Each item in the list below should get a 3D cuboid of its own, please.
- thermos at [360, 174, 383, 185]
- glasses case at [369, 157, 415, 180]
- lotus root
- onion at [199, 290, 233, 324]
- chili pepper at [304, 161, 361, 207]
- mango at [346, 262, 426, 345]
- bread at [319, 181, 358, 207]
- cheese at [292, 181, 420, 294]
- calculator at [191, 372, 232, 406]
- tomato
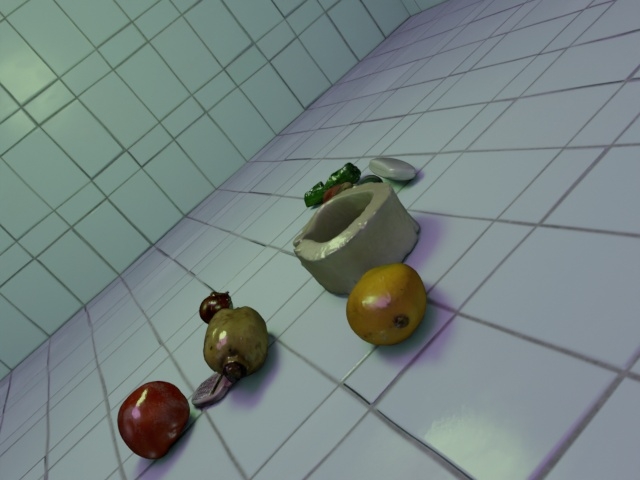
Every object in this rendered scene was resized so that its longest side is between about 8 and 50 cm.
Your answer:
[{"bbox_3d":[0.142,-0.126,1.794,0.073,0.083,0.187,-39,18,30],"label":"thermos"},{"bbox_3d":[0.219,-0.222,1.857,0.092,0.059,0.233,0,15,-13],"label":"glasses case"},{"bbox_3d":[-0.211,0.254,1.497,0.160,0.146,0.284,-24,22,4],"label":"lotus root"},{"bbox_3d":[-0.316,0.209,1.828,0.119,0.118,0.117,-41,-2,-6],"label":"onion"},{"bbox_3d":[0.037,-0.188,2.114,0.253,0.083,0.099,-28,21,40],"label":"chili pepper"},{"bbox_3d":[0.134,0.123,1.252,0.177,0.119,0.317,-38,11,11],"label":"mango"},{"bbox_3d":[0.053,-0.130,1.947,0.119,0.067,0.192,-60,14,-8],"label":"bread"},{"bbox_3d":[0.077,-0.008,1.554,0.292,0.153,0.332,-47,20,-22],"label":"cheese"},{"bbox_3d":[-0.269,0.375,1.527,0.166,0.024,0.103,-27,23,35],"label":"calculator"},{"bbox_3d":[-0.407,0.433,1.465,0.187,0.151,0.187,-28,22,13],"label":"tomato"}]
